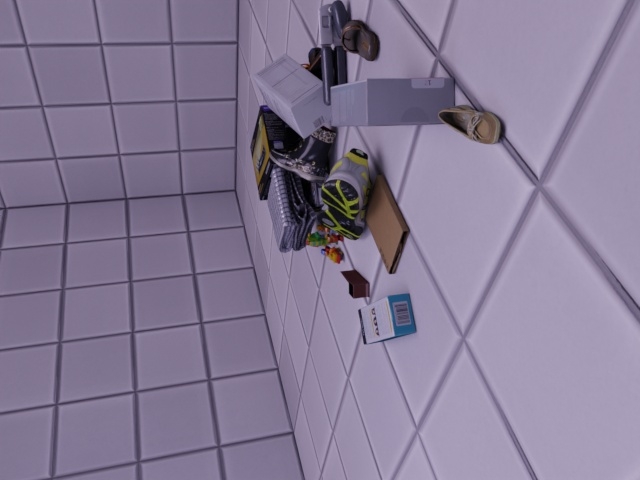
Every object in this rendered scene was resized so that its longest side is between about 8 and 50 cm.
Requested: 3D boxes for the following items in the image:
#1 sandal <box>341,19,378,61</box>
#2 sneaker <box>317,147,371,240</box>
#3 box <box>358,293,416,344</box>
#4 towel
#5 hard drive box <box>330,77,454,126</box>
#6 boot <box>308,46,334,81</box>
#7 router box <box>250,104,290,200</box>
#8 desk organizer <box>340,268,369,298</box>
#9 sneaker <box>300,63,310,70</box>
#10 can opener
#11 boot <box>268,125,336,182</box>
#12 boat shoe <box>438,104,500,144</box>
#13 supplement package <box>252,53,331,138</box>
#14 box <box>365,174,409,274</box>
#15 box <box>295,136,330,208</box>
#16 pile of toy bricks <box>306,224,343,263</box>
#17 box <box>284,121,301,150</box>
[{"bbox_3d":[0.088,-0.519,1.510,0.219,0.060,0.090,-116,25,-53],"label":"sandal"},{"bbox_3d":[0.083,-0.116,1.618,0.147,0.145,0.384,-62,-4,-18],"label":"sneaker"},{"bbox_3d":[0.167,0.208,1.500,0.244,0.060,0.100,133,130,-70],"label":"box"},{"bbox_3d":[-0.107,-0.112,2.066,0.283,0.121,0.235,110,148,-65],"label":"towel"},{"bbox_3d":[0.139,-0.279,1.185,0.232,0.181,0.089,-147,53,-70],"label":"hard drive box"},{"bbox_3d":[-0.007,-0.573,1.805,0.219,0.082,0.106,138,122,-74],"label":"boot"},{"bbox_3d":[-0.190,-0.322,2.168,0.309,0.081,0.242,123,138,-65],"label":"router box"},{"bbox_3d":[0.101,0.130,1.734,0.130,0.050,0.047,-135,41,-67],"label":"desk organizer"},{"bbox_3d":[-0.056,-0.574,2.002,0.215,0.084,0.083,46,141,50],"label":"sneaker"},{"bbox_3d":[0.042,-0.532,1.651,0.095,0.076,0.283,-142,47,-71],"label":"can opener"},{"bbox_3d":[-0.056,-0.308,1.901,0.236,0.085,0.178,31,113,31],"label":"boot"},{"bbox_3d":[0.260,-0.204,1.012,0.153,0.048,0.056,-120,28,-57],"label":"boat shoe"},{"bbox_3d":[-0.082,-0.459,1.827,0.244,0.139,0.134,48,171,38],"label":"supplement package"},{"bbox_3d":[0.167,-0.041,1.480,0.164,0.021,0.201,101,158,-47],"label":"box"},{"bbox_3d":[-0.024,-0.242,2.042,0.216,0.060,0.270,165,99,-75],"label":"box"},{"bbox_3d":[0.000,0.000,1.956,0.212,0.105,0.118,-126,34,-62],"label":"pile of toy bricks"},{"bbox_3d":[-0.111,-0.354,2.227,0.153,0.108,0.207,-128,35,-62],"label":"box"}]
